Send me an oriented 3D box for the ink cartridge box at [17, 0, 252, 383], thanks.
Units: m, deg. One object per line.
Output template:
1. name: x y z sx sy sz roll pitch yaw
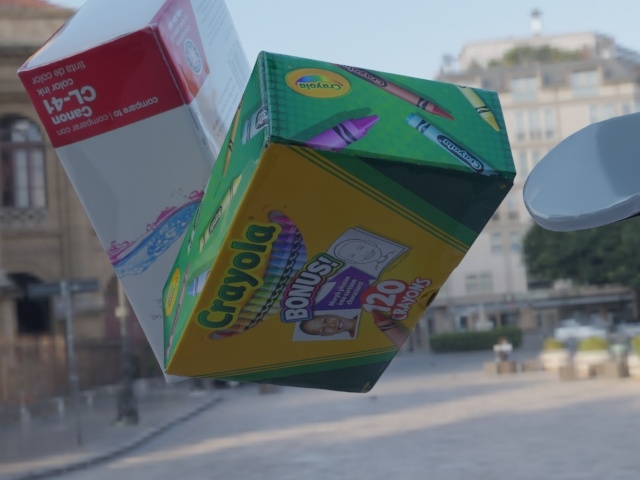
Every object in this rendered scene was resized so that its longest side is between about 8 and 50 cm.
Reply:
1. ink cartridge box: -0.117 -0.064 1.138 0.131 0.306 0.226 -15 22 13

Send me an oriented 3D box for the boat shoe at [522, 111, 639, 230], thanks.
1. boat shoe: 0.215 -0.040 0.766 0.183 0.065 0.083 -25 -40 13

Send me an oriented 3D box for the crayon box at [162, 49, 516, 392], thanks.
1. crayon box: 0.000 0.000 0.908 0.165 0.081 0.278 7 -38 -17
